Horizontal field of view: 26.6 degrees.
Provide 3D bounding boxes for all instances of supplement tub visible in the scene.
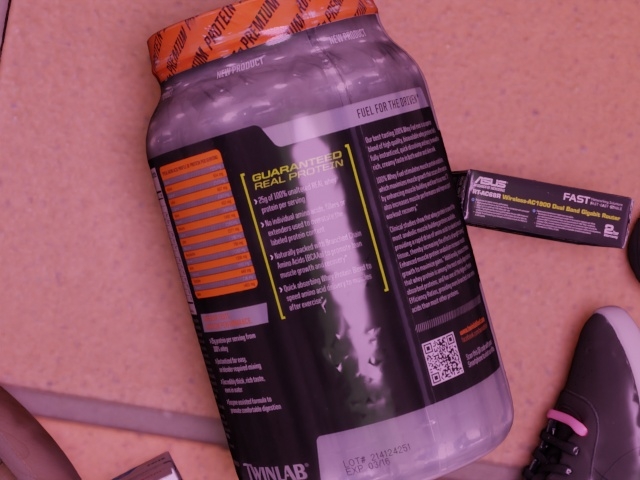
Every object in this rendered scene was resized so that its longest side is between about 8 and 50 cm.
[{"bbox_3d":[0.000,0.000,0.896,0.193,0.193,0.316,-15,94,-8],"label":"supplement tub"}]

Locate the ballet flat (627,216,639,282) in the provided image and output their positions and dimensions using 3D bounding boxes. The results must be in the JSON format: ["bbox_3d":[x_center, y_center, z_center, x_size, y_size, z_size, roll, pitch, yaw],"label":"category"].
[{"bbox_3d":[0.341,-0.064,0.995,0.095,0.096,0.280,40,85,-7],"label":"ballet flat"}]

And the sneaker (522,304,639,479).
[{"bbox_3d":[0.155,0.192,0.966,0.146,0.104,0.296,4,95,-14],"label":"sneaker"}]

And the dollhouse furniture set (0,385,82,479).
[{"bbox_3d":[-0.252,0.269,0.942,0.303,0.174,0.355,-46,68,7],"label":"dollhouse furniture set"}]

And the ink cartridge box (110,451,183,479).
[{"bbox_3d":[-0.119,0.175,0.936,0.048,0.083,0.028,-26,94,-7],"label":"ink cartridge box"}]

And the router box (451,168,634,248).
[{"bbox_3d":[0.149,-0.022,0.969,0.122,0.092,0.038,9,90,-8],"label":"router box"}]
